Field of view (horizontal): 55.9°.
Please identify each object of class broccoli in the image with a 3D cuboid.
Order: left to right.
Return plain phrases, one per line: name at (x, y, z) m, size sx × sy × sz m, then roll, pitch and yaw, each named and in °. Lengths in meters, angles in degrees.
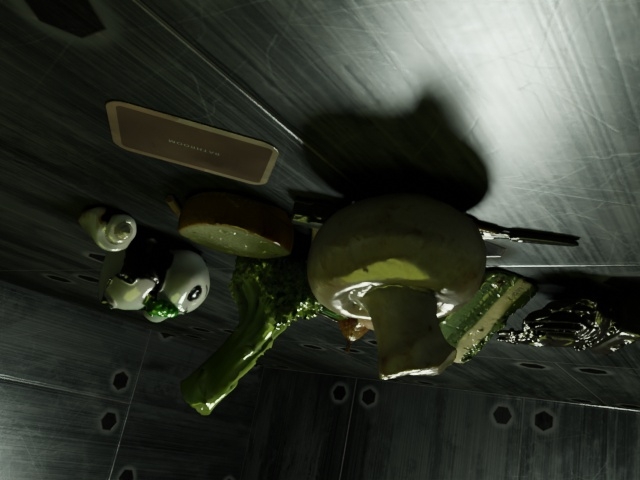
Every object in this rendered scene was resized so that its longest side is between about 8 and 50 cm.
broccoli at (-0.157, 0.196, 1.408) m, size 0.275 × 0.397 × 0.353 m, roll 34°, pitch -168°, yaw 17°

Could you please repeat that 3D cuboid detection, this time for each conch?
conch at (-0.498, -0.037, 1.398) m, size 0.176 × 0.094 × 0.104 m, roll 31°, pitch -168°, yaw 39°

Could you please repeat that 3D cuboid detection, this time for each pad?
pad at (-0.204, -0.150, 0.967) m, size 0.266 × 0.002 × 0.176 m, roll 15°, pitch 162°, yaw -10°

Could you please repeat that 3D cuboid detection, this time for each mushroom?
mushroom at (0.123, 0.075, 0.974) m, size 0.298 × 0.289 × 0.297 m, roll -1°, pitch 155°, yaw 0°

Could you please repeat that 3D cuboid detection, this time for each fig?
fig at (0.086, 0.230, 1.731) m, size 0.119 × 0.153 × 0.119 m, roll 34°, pitch 155°, yaw 19°

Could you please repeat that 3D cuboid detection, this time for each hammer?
hammer at (0.000, 0.000, 1.249) m, size 0.111 × 0.043 × 0.365 m, roll 9°, pitch 164°, yaw 1°

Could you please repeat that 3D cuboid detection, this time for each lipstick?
lipstick at (-0.298, -0.068, 1.242) m, size 0.019 × 0.019 × 0.094 m, roll 9°, pitch 162°, yaw 7°

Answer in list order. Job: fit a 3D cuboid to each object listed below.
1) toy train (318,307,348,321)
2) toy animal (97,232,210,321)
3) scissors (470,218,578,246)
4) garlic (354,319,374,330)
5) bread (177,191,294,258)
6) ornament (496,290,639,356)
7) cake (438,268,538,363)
toy train at (0.058, 0.140, 1.519) m, size 0.137 × 0.090 × 0.225 m, roll 29°, pitch 156°, yaw -24°
toy animal at (-0.414, 0.104, 1.525) m, size 0.267 × 0.212 × 0.213 m, roll 25°, pitch 157°, yaw -27°
scissors at (0.335, -0.008, 1.053) m, size 0.220 × 0.017 × 0.088 m, roll 7°, pitch 159°, yaw 10°
garlic at (0.208, 0.189, 1.582) m, size 0.228 × 0.110 × 0.217 m, roll 7°, pitch 151°, yaw -8°
bread at (-0.167, -0.026, 1.209) m, size 0.236 × 0.069 × 0.236 m, roll 10°, pitch 163°, yaw 3°
ornament at (0.522, 0.178, 1.301) m, size 0.261 × 0.106 × 0.251 m, roll 4°, pitch 157°, yaw 2°
cake at (0.343, 0.176, 1.361) m, size 0.158 × 0.172 × 0.284 m, roll 18°, pitch 159°, yaw -26°
